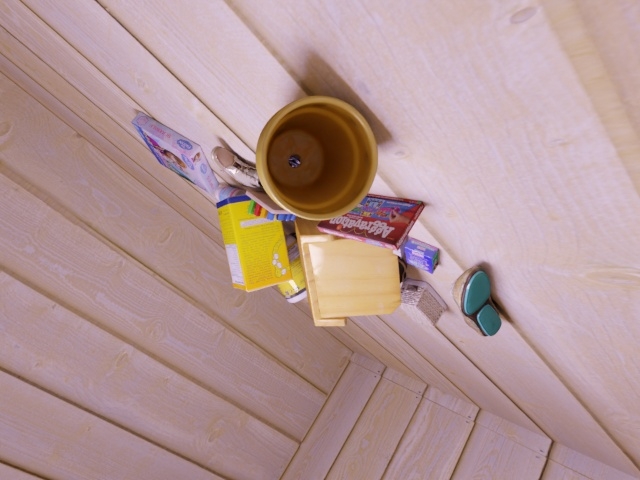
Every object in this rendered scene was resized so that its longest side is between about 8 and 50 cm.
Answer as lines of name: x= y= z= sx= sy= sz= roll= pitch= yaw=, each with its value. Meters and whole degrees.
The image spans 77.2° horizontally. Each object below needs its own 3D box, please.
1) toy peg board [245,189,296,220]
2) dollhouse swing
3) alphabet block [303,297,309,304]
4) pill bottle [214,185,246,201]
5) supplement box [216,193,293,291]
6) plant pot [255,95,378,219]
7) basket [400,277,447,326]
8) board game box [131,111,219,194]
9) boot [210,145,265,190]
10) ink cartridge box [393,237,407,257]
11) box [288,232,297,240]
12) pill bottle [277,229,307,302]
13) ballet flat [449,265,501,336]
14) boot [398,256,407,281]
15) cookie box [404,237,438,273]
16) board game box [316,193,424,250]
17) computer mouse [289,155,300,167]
toy peg board: x=-0.165 y=-0.107 z=1.421 sx=0.161 sy=0.079 sz=0.160 roll=-4 pitch=-148 yaw=-48
dollhouse swing: x=0.090 y=0.087 z=1.434 sx=0.315 sy=0.305 sz=0.347 roll=-114 pitch=14 yaw=-68
alphabet block: x=-0.062 y=0.199 z=2.039 sx=0.193 sy=0.192 sz=0.197 roll=29 pitch=161 yaw=23
pill bottle: x=-0.397 y=-0.193 z=1.776 sx=0.160 sy=0.087 sz=0.087 roll=18 pitch=156 yaw=41
supplement box: x=-0.262 y=0.001 z=1.576 sx=0.194 sy=0.195 sz=0.357 roll=-2 pitch=100 yaw=62
plant pot: x=-0.032 y=-0.185 z=0.924 sx=0.254 sy=0.254 sz=0.239 roll=41 pitch=176 yaw=-20
basket: x=0.370 y=0.233 z=1.489 sx=0.167 sy=0.103 sz=0.113 roll=46 pitch=158 yaw=-30
board game box: x=-0.621 y=-0.370 z=1.750 sx=0.318 sy=0.066 sz=0.319 roll=30 pitch=162 yaw=12
boot: x=-0.271 y=-0.251 z=1.418 sx=0.165 sy=0.077 sz=0.213 roll=20 pitch=165 yaw=40
ink cartridge box: x=0.245 y=0.015 z=1.235 sx=0.028 sy=0.048 sz=0.083 roll=26 pitch=160 yaw=26
box: x=-0.106 y=-0.002 z=1.866 sx=0.083 sy=0.018 sz=0.067 roll=40 pitch=162 yaw=-16
pill bottle: x=-0.154 y=0.098 z=1.806 sx=0.334 sy=0.188 sz=0.188 roll=57 pitch=158 yaw=-8
ballet flat: x=0.450 y=0.176 z=1.204 sx=0.123 sy=0.123 sz=0.348 roll=17 pitch=155 yaw=44
boot: x=0.245 y=0.140 z=1.418 sx=0.077 sy=0.137 sz=0.198 roll=22 pitch=158 yaw=33
cookie box: x=0.308 y=0.047 z=1.220 sx=0.092 sy=0.040 sz=0.107 roll=25 pitch=161 yaw=27
board game box: x=0.126 y=-0.062 z=1.087 sx=0.281 sy=0.145 sz=0.027 roll=15 pitch=155 yaw=45
computer mouse: x=-0.065 y=-0.182 z=1.262 sx=0.188 sy=0.072 sz=0.272 roll=28 pitch=149 yaw=26
